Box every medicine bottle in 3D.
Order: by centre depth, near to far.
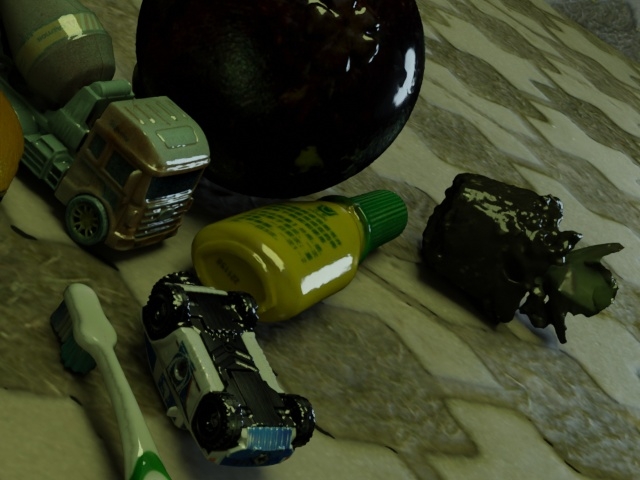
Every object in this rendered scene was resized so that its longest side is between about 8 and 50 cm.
[{"bbox_3d":[0.000,0.000,1.060,0.111,0.076,0.309,37,27,16],"label":"medicine bottle"}]

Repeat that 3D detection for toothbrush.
[{"bbox_3d":[-0.094,0.178,0.698,0.042,0.040,0.418,11,34,-41],"label":"toothbrush"}]

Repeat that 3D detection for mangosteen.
[{"bbox_3d":[-0.045,-0.176,1.079,0.288,0.288,0.288,26,27,-15],"label":"mangosteen"}]

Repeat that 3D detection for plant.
[{"bbox_3d":[0.210,0.016,1.216,0.203,0.142,0.131,20,19,-8],"label":"plant"}]

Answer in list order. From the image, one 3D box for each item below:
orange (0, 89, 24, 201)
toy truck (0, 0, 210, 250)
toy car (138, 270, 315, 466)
[{"bbox_3d":[-0.299,-0.090,0.854,0.160,0.112,0.170,38,15,9],"label":"orange"},{"bbox_3d":[-0.205,-0.118,0.959,0.256,0.140,0.108,42,27,16],"label":"toy truck"},{"bbox_3d":[-0.077,0.092,0.827,0.080,0.070,0.171,8,38,-41],"label":"toy car"}]
